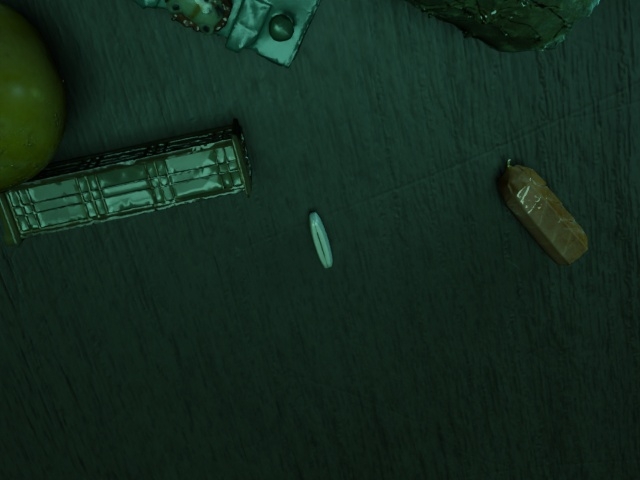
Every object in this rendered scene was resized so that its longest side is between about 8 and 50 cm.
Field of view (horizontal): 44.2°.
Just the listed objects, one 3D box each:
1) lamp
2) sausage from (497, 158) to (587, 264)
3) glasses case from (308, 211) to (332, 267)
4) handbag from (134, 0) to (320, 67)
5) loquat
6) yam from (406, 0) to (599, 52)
[{"bbox_3d":[-0.255,-0.076,1.029,0.326,0.089,0.090,-11,113,1],"label":"lamp"},{"bbox_3d":[0.306,-0.041,1.104,0.065,0.065,0.169,-41,111,11],"label":"sausage"},{"bbox_3d":[0.000,0.000,1.110,0.021,0.032,0.083,-15,113,5],"label":"glasses case"},{"bbox_3d":[-0.097,-0.370,0.917,0.269,0.100,0.274,23,108,-14],"label":"handbag"},{"bbox_3d":[-0.409,-0.161,0.908,0.235,0.235,0.234,-2,112,-4],"label":"loquat"},{"bbox_3d":[0.156,-0.358,0.832,0.348,0.241,0.241,19,111,-40],"label":"yam"}]
